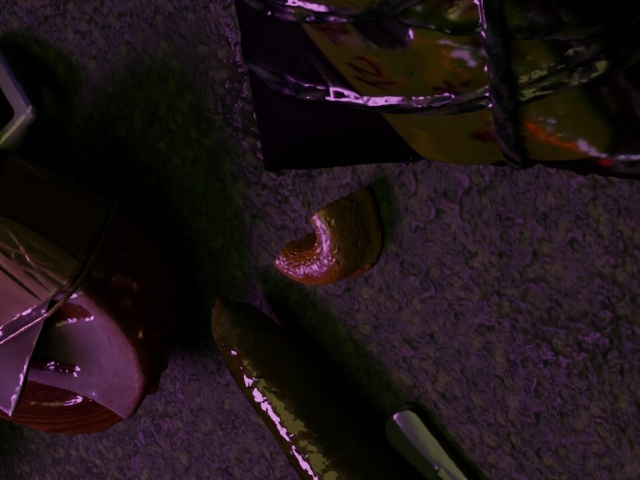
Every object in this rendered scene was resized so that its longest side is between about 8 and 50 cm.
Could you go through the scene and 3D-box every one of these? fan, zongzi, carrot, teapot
[{"bbox_3d":[0.112,0.184,1.087,0.193,0.016,0.038,46,136,18],"label":"fan"},{"bbox_3d":[0.031,-0.154,0.828,0.362,0.319,0.383,-13,121,45],"label":"zongzi"},{"bbox_3d":[0.035,0.177,1.122,0.358,0.074,0.074,49,139,15],"label":"carrot"},{"bbox_3d":[-0.279,-0.078,1.280,0.149,0.111,0.108,107,144,-50],"label":"teapot"}]

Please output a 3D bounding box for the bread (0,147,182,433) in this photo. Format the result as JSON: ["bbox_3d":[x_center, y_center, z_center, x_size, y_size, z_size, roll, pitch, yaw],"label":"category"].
[{"bbox_3d":[-0.216,0.051,1.222,0.224,0.142,0.212,-28,118,38],"label":"bread"}]

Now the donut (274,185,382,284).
[{"bbox_3d":[0.000,0.000,1.082,0.083,0.038,0.067,5,118,43],"label":"donut"}]
